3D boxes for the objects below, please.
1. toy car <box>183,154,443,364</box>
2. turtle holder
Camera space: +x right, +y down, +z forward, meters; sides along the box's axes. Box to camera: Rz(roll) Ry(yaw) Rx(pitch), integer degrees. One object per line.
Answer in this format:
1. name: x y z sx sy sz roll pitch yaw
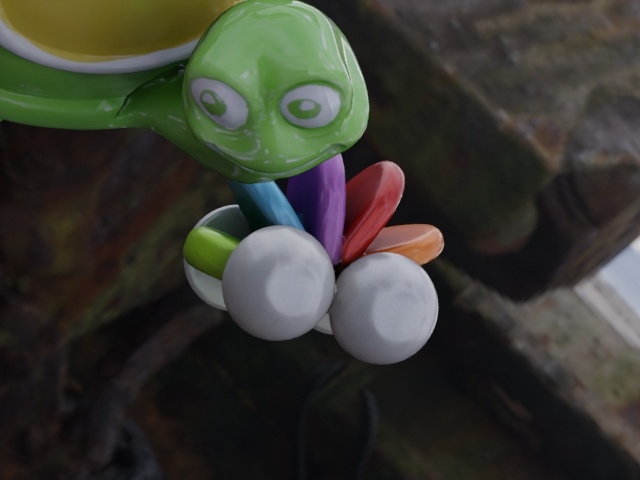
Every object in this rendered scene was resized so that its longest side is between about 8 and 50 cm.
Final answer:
1. toy car: 0.000 0.000 1.111 0.182 0.136 0.159 14 4 -19
2. turtle holder: -0.114 -0.165 0.715 0.227 0.243 0.320 107 -20 -67
